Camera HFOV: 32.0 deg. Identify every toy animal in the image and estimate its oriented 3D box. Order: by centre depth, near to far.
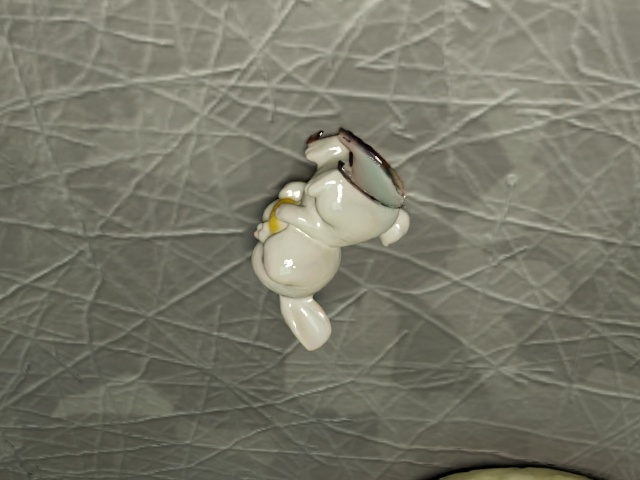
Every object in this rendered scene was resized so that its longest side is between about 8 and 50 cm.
[{"bbox_3d":[-0.005,-0.003,0.694,0.085,0.071,0.124,27,118,-36],"label":"toy animal"}]

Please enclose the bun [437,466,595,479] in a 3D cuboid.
[{"bbox_3d":[0.141,0.349,0.842,0.352,0.227,0.349,19,124,-11],"label":"bun"}]
